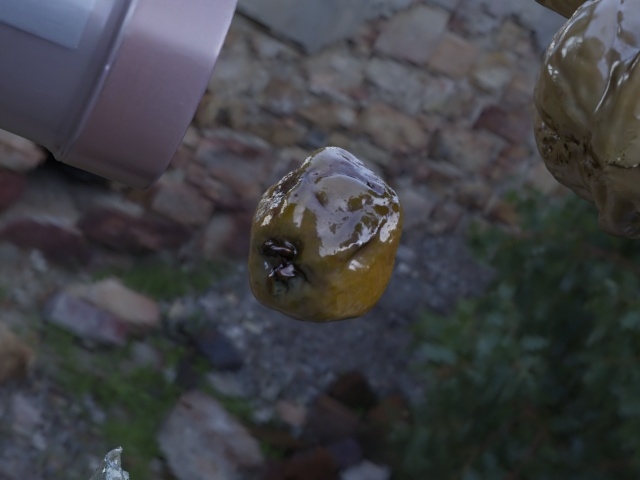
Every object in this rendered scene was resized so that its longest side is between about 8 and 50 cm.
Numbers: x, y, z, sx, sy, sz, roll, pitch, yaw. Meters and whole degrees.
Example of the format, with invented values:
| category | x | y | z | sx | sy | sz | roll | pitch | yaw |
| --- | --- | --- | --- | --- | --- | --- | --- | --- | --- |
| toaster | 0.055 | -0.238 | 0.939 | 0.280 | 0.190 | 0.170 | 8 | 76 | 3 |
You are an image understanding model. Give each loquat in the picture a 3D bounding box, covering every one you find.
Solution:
| category | x | y | z | sx | sy | sz | roll | pitch | yaw |
| --- | --- | --- | --- | --- | --- | --- | --- | --- | --- |
| loquat | 0.000 | 0.000 | 1.249 | 0.113 | 0.137 | 0.137 | 26 | 14 | 13 |

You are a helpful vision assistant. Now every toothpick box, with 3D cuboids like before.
| category | x | y | z | sx | sy | sz | roll | pitch | yaw |
| --- | --- | --- | --- | --- | --- | --- | --- | --- | --- |
| toothpick box | -0.114 | -0.089 | 0.609 | 0.149 | 0.098 | 0.098 | 21 | 16 | -14 |

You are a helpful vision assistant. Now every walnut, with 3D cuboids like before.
| category | x | y | z | sx | sy | sz | roll | pitch | yaw |
| --- | --- | --- | --- | --- | --- | --- | --- | --- | --- |
| walnut | 0.245 | -0.091 | 1.113 | 0.198 | 0.198 | 0.245 | 35 | 39 | 23 |

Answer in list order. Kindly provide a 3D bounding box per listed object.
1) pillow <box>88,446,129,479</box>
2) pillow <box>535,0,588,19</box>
| category | x | y | z | sx | sy | sz | roll | pitch | yaw |
| --- | --- | --- | --- | --- | --- | --- | --- | --- | --- |
| pillow | -0.138 | 0.250 | 1.111 | 0.053 | 0.119 | 0.208 | -2 | 63 | -13 |
| pillow | 0.379 | -0.206 | 1.433 | 0.310 | 0.119 | 0.312 | 13 | -14 | -14 |
